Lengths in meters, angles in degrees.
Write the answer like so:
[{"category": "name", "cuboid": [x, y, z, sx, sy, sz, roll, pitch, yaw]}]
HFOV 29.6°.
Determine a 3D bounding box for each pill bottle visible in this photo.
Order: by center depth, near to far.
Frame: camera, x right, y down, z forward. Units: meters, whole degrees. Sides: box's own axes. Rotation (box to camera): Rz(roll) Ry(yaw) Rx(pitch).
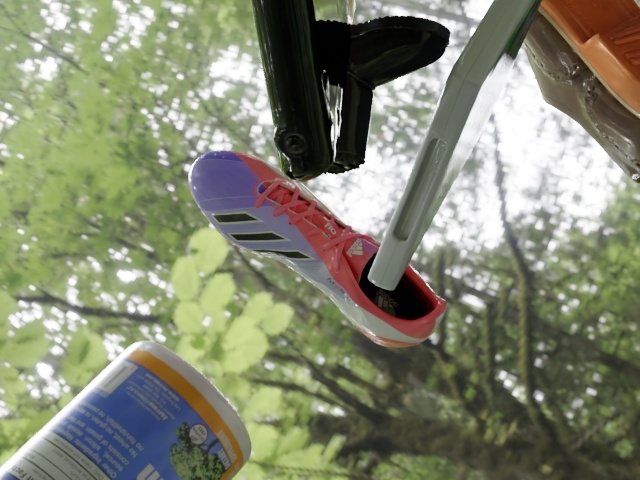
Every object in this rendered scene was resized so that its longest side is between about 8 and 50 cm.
[{"category": "pill bottle", "cuboid": [-0.200, 0.228, 1.037, 0.272, 0.152, 0.152, -45, -47, -26]}]

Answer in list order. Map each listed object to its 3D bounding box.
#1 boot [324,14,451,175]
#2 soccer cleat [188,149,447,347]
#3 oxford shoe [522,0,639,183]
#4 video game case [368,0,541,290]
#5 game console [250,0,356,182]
[{"category": "boot", "cuboid": [0.028, -0.096, 0.816, 0.045, 0.121, 0.099, 26, -109, -48]}, {"category": "soccer cleat", "cuboid": [0.000, 0.000, 1.020, 0.248, 0.095, 0.083, 39, -114, -5]}, {"category": "oxford shoe", "cuboid": [0.215, -0.205, 1.132, 0.130, 0.363, 0.132, -17, -31, -27]}, {"category": "video game case", "cuboid": [0.103, -0.095, 0.826, 0.212, 0.023, 0.193, -58, -9, -42]}, {"category": "game console", "cuboid": [-0.026, -0.279, 0.687, 0.342, 0.060, 0.386, -82, -13, -46]}]
